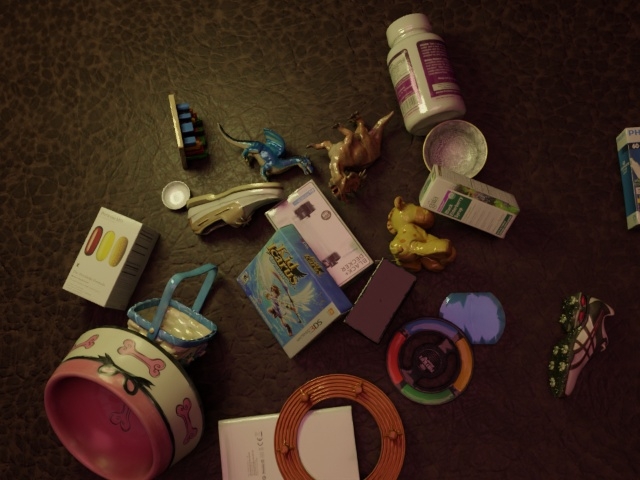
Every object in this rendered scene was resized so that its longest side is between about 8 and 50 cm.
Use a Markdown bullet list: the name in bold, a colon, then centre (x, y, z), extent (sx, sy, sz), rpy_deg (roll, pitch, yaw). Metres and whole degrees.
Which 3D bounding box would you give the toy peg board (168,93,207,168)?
- **toy peg board**: centre (-0.374, -0.312, 1.713), extent (0.079, 0.161, 0.161), rpy_deg (-11, 78, -11)

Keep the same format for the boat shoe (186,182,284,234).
- **boat shoe**: centre (-0.230, -0.087, 1.658), extent (0.302, 0.113, 0.103), rpy_deg (-12, 81, 25)

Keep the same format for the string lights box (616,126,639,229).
- **string lights box**: centre (0.868, -0.164, 1.570), extent (0.133, 0.077, 0.260), rpy_deg (-3, 78, 7)

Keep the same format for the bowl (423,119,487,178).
- **bowl**: centre (0.362, -0.236, 1.638), extent (0.170, 0.080, 0.170), rpy_deg (0, 87, 6)

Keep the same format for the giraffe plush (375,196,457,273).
- **giraffe plush**: centre (0.244, -0.020, 1.577), extent (0.210, 0.181, 0.171), rpy_deg (4, 67, -10)

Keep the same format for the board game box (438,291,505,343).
- **board game box**: centre (0.395, 0.204, 1.573), extent (0.168, 0.033, 0.133), rpy_deg (-2, 84, 10)

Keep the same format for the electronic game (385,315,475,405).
- **electronic game**: centre (0.281, 0.310, 1.547), extent (0.229, 0.048, 0.229), rpy_deg (-1, 87, 13)

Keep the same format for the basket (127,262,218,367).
- **basket**: centre (-0.373, 0.202, 1.564), extent (0.201, 0.255, 0.289), rpy_deg (24, 101, 12)

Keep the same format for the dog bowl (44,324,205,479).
- **dog bowl**: centre (-0.493, 0.418, 1.467), extent (0.407, 0.150, 0.408), rpy_deg (11, 119, 20)

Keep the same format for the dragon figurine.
- **dragon figurine**: centre (-0.147, -0.259, 1.703), extent (0.289, 0.085, 0.144), rpy_deg (43, 84, 8)

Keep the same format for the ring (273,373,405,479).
- **ring**: centre (0.045, 0.509, 1.512), extent (0.336, 0.032, 0.337), rpy_deg (-1, 78, 6)

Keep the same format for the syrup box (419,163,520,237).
- **syrup box**: centre (0.384, -0.103, 1.564), extent (0.236, 0.096, 0.093), rpy_deg (20, 120, -5)

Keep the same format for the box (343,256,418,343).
- **box**: centre (0.150, 0.158, 1.497), extent (0.103, 0.261, 0.184), rpy_deg (29, 83, 10)

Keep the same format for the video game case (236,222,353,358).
- **video game case**: centre (-0.076, 0.135, 1.560), extent (0.270, 0.061, 0.244), rpy_deg (53, 129, 13)

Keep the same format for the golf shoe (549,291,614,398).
- **golf shoe**: centre (0.654, 0.270, 1.501), extent (0.120, 0.105, 0.273), rpy_deg (17, 82, 3)

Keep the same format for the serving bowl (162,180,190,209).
- **serving bowl**: centre (-0.415, -0.128, 1.740), extent (0.083, 0.027, 0.083), rpy_deg (-1, 78, 6)

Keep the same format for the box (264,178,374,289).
- **box**: centre (0.000, 0.000, 1.636), extent (0.169, 0.087, 0.290), rpy_deg (-35, 77, -1)

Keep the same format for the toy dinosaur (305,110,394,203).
- **toy dinosaur**: centre (0.100, -0.233, 1.656), extent (0.295, 0.127, 0.200), rpy_deg (-34, 93, -20)

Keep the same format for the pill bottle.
- **pill bottle**: centre (0.279, -0.457, 1.651), extent (0.169, 0.169, 0.302), rpy_deg (-14, 78, 4)

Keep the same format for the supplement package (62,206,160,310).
- **supplement package**: centre (-0.576, 0.053, 1.670), extent (0.139, 0.134, 0.244), rpy_deg (21, 82, 10)

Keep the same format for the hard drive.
- **hard drive**: centre (-0.080, 0.566, 1.556), extent (0.352, 0.047, 0.233), rpy_deg (-8, 78, 6)
